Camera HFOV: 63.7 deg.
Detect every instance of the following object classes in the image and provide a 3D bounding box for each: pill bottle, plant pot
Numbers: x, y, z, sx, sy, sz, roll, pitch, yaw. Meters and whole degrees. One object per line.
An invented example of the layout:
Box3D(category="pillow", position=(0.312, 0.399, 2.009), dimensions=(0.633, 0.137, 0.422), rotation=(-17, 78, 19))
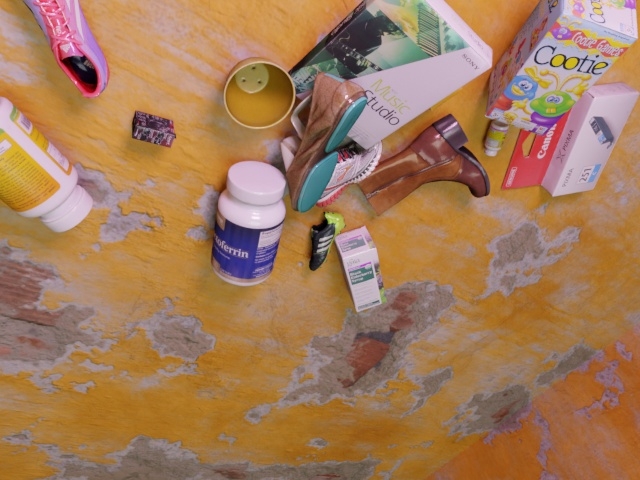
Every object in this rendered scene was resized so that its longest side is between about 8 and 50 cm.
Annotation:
Box3D(category="pill bottle", position=(-0.549, -0.130, 0.959), dimensions=(0.137, 0.136, 0.245), rotation=(-27, 134, 4))
Box3D(category="pill bottle", position=(0.431, -0.252, 1.270), dimensions=(0.044, 0.043, 0.083), rotation=(-7, 133, -15))
Box3D(category="pill bottle", position=(-0.163, -0.037, 1.174), dimensions=(0.153, 0.153, 0.264), rotation=(0, 129, -20))
Box3D(category="plant pot", position=(-0.124, -0.297, 0.991), dimensions=(0.135, 0.095, 0.134), rotation=(-10, 133, -11))

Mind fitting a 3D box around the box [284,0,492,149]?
Box3D(category="box", position=(0.117, -0.321, 0.965), dimensions=(0.232, 0.058, 0.322), rotation=(31, 141, -27))

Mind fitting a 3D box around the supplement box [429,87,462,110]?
Box3D(category="supplement box", position=(0.200, -0.370, 1.034), dimensions=(0.081, 0.104, 0.188), rotation=(-36, 133, 5))

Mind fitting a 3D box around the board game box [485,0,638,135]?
Box3D(category="board game box", position=(0.462, -0.361, 1.018), dimensions=(0.142, 0.144, 0.275), rotation=(18, 152, -3))

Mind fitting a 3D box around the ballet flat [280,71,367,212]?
Box3D(category="ballet flat", position=(-0.018, -0.200, 1.050), dimensions=(0.116, 0.124, 0.342), rotation=(-38, 165, -35))

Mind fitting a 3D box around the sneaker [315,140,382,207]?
Box3D(category="sneaker", position=(0.047, -0.169, 1.176), dimensions=(0.225, 0.088, 0.093), rotation=(-40, 130, 17))

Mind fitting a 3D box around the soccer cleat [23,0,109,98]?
Box3D(category="soccer cleat", position=(-0.422, -0.350, 0.835), dimensions=(0.083, 0.095, 0.247), rotation=(-20, 134, -2))

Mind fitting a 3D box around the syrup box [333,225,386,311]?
Box3D(category="syrup box", position=(0.111, 0.082, 1.420), dimensions=(0.093, 0.096, 0.236), rotation=(-19, 135, -2))

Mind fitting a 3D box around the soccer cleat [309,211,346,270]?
Box3D(category="soccer cleat", position=(0.000, 0.000, 1.338), dimensions=(0.073, 0.060, 0.178), rotation=(18, 116, -21))

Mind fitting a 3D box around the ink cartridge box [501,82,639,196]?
Box3D(category="ink cartridge box", position=(0.637, -0.249, 1.334), dimensions=(0.262, 0.066, 0.296), rotation=(-9, 133, -14))

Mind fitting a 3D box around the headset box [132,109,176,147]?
Box3D(category="headset box", position=(-0.325, -0.218, 1.013), dimensions=(0.083, 0.062, 0.032), rotation=(12, 126, -29))

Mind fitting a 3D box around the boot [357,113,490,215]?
Box3D(category="boot", position=(0.258, -0.137, 1.276), dimensions=(0.281, 0.096, 0.264), rotation=(-34, 133, 13))
